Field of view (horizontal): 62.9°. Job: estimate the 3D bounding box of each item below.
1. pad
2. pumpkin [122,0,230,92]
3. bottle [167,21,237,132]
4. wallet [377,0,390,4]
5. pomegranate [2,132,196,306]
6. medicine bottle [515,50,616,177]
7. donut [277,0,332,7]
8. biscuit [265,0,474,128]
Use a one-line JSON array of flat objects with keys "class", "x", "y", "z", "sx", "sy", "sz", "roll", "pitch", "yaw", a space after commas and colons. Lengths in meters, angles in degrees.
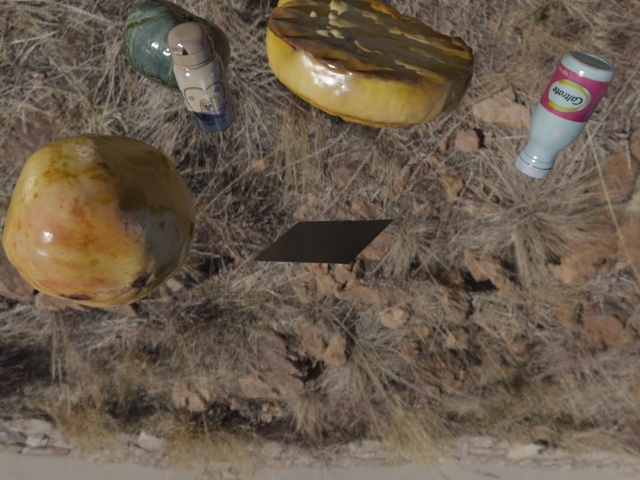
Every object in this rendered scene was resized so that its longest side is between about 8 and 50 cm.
[{"class": "pad", "x": 0.000, "y": 0.000, "z": 1.490, "sx": 0.367, "sy": 0.247, "sz": 0.007, "roll": 0, "pitch": 119, "yaw": 40}, {"class": "pumpkin", "x": -0.466, "y": -0.624, "z": 1.692, "sx": 0.327, "sy": 0.291, "sz": 0.257, "roll": 37, "pitch": 120, "yaw": 5}, {"class": "bottle", "x": -0.231, "y": -0.326, "z": 1.033, "sx": 0.097, "sy": 0.110, "sz": 0.209, "roll": 14, "pitch": 145, "yaw": 17}, {"class": "wallet", "x": 0.123, "y": -0.621, "z": 1.393, "sx": 0.141, "sy": 0.059, "sz": 0.202, "roll": 35, "pitch": 76, "yaw": -49}, {"class": "pomegranate", "x": -0.414, "y": -0.041, "z": 0.976, "sx": 0.342, "sy": 0.342, "sz": 0.342, "roll": -4, "pitch": 126, "yaw": -5}, {"class": "medicine bottle", "x": 0.427, "y": -0.218, "z": 0.933, "sx": 0.090, "sy": 0.090, "sz": 0.217, "roll": 5, "pitch": 130, "yaw": -12}, {"class": "donut", "x": 0.015, "y": -0.483, "z": 1.169, "sx": 0.108, "sy": 0.277, "sz": 0.277, "roll": 11, "pitch": 140, "yaw": 40}, {"class": "biscuit", "x": 0.066, "y": -0.252, "z": 0.737, "sx": 0.296, "sy": 0.296, "sz": 0.102, "roll": 6, "pitch": 130, "yaw": -12}]
